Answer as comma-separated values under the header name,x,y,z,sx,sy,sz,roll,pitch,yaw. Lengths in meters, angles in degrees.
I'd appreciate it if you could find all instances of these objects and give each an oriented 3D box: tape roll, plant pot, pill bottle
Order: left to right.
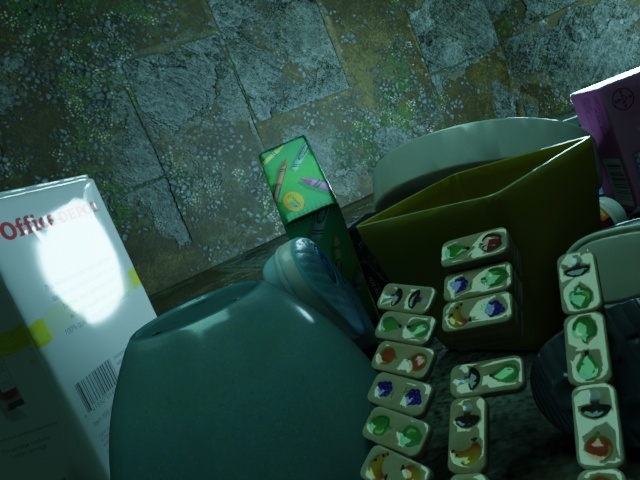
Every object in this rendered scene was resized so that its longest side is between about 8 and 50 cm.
name,x,y,z,sx,sy,sz,roll,pitch,yaw
plant pot,-0.078,0.151,0.596,0.290,0.196,0.290,-21,7,3
tape roll,0.284,-0.097,1.098,0.391,0.072,0.392,-3,-16,-1
plant pot,0.209,0.016,0.747,0.212,0.187,0.212,-27,9,-37
pill bottle,0.354,-0.005,0.863,0.152,0.086,0.086,-27,9,-31

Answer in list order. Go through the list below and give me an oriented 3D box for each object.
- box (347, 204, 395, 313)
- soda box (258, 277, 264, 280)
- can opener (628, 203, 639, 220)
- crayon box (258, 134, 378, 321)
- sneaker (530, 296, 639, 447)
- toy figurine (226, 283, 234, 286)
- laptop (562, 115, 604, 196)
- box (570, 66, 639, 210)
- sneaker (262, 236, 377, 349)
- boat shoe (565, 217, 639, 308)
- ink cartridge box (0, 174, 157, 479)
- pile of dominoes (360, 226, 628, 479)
name,x,y,z,sx,sy,sz,roll,pitch,yaw
box,0.149,0.020,1.013,0.158,0.156,0.093,-18,10,32
soda box,-0.171,0.147,1.265,0.263,0.092,0.083,-20,8,11
can opener,0.364,0.004,0.716,0.073,0.059,0.186,-19,-23,-15
crayon box,0.000,0.000,0.962,0.081,0.278,0.165,-22,46,-1
sneaker,0.321,0.075,0.461,0.319,0.112,0.131,-23,-21,23
toy figurine,-0.181,0.170,1.151,0.159,0.130,0.173,-29,-18,23
laptop,0.585,-0.190,1.300,0.234,0.264,0.136,-18,-28,22
box,0.581,-0.191,1.034,0.242,0.214,0.117,-21,7,2
sneaker,-0.053,0.116,0.800,0.208,0.127,0.319,-26,-26,6
boat shoe,0.398,0.007,0.570,0.335,0.112,0.095,-12,-11,35
ink cartridge box,-0.370,0.126,0.877,0.160,0.385,0.279,-20,8,14
pile of dominoes,0.111,0.104,0.466,0.195,0.040,0.251,-17,43,31
